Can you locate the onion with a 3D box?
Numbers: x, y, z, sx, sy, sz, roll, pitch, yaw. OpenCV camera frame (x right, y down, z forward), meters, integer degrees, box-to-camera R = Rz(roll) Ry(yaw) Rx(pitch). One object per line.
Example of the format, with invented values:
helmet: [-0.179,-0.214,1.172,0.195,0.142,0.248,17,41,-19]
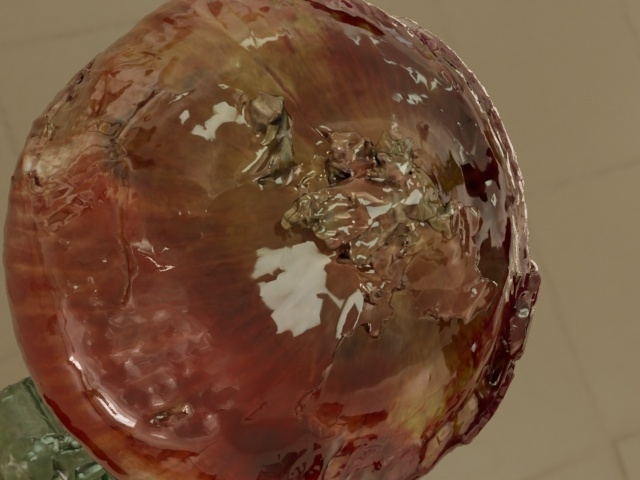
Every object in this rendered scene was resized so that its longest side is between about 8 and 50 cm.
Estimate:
onion: [0.000,0.000,0.706,0.230,0.163,0.230,12,70,-33]

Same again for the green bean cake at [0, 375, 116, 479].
green bean cake: [-0.160,0.172,1.372,0.183,0.185,0.094,-17,40,-23]
